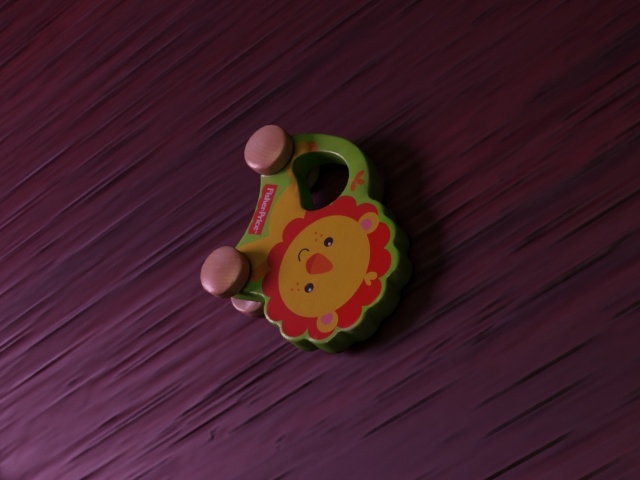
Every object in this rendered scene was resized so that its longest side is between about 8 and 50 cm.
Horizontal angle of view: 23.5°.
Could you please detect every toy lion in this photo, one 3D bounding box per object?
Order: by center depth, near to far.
[{"bbox_3d":[0.000,0.000,0.686,0.096,0.034,0.100,5,69,36],"label":"toy lion"}]
